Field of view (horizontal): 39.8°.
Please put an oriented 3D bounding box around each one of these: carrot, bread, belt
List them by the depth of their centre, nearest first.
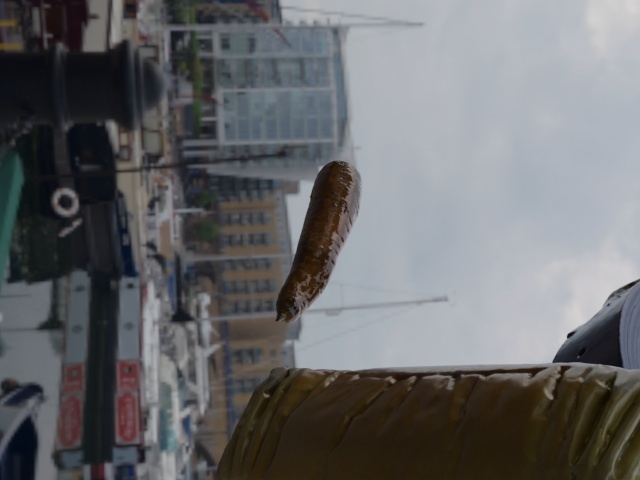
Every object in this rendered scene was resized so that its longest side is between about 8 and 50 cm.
[{"bbox_3d":[0.074,0.153,0.516,0.119,0.288,0.152,-39,114,-50],"label":"bread"},{"bbox_3d":[0.357,0.161,0.923,0.212,0.347,0.117,46,-53,9],"label":"belt"},{"bbox_3d":[0.000,0.000,0.929,0.247,0.059,0.059,-70,170,-45],"label":"carrot"}]
